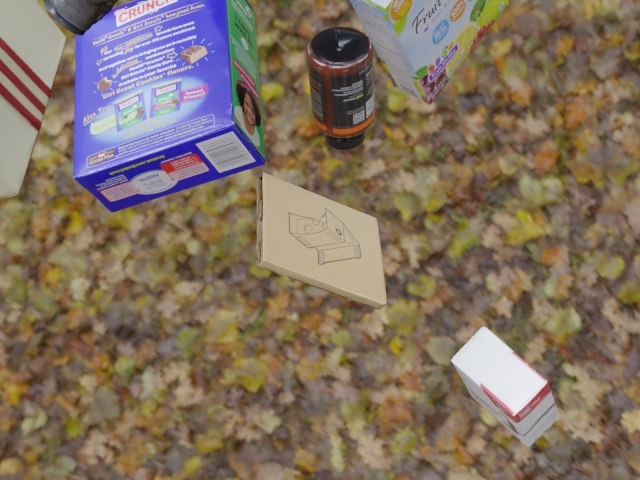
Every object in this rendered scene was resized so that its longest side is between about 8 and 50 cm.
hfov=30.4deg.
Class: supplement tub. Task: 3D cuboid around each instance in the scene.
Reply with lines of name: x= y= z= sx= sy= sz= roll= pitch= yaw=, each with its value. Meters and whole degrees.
supplement tub: x=0.034 y=-0.237 z=1.886 sx=0.106 sy=0.198 sz=0.106 roll=-2 pitch=49 yaw=2

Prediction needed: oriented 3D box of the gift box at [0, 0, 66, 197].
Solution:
gift box: x=-0.420 y=-0.202 z=1.200 sx=0.276 sy=0.258 sz=0.255 roll=-10 pitch=56 yaw=20

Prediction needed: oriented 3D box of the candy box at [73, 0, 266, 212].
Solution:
candy box: x=-0.234 y=-0.231 z=1.802 sx=0.268 sy=0.122 sz=0.317 roll=-16 pitch=57 yaw=15

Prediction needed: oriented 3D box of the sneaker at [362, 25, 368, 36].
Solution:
sneaker: x=0.129 y=-0.374 z=1.899 sx=0.058 sy=0.052 sz=0.135 roll=46 pitch=111 yaw=37

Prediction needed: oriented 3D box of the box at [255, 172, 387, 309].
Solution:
box: x=0.000 y=0.000 z=1.653 sx=0.021 sy=0.201 sz=0.164 roll=-47 pitch=34 yaw=39

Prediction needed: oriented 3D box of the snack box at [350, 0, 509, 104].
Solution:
snack box: x=0.133 y=-0.293 z=1.417 sx=0.070 sy=0.207 sz=0.174 roll=32 pitch=80 yaw=33

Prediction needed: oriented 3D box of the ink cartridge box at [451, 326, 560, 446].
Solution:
ink cartridge box: x=0.211 y=0.168 z=1.333 sx=0.056 sy=0.135 sz=0.099 roll=-45 pitch=60 yaw=-6

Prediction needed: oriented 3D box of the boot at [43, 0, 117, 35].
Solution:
boot: x=-0.223 y=-0.394 z=1.484 sx=0.118 sy=0.338 sz=0.223 roll=44 pitch=122 yaw=-2
